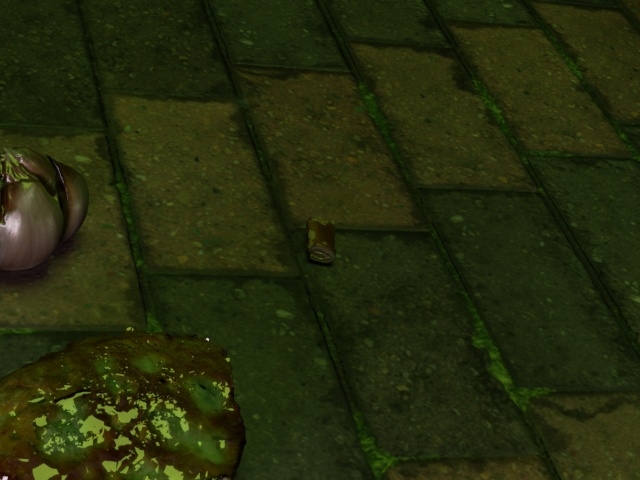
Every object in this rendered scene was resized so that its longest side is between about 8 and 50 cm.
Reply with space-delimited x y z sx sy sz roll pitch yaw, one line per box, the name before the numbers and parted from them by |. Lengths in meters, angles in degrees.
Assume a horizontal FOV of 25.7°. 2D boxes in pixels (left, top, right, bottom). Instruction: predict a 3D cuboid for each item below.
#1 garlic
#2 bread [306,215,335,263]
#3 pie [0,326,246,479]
garlic | -0.426 -0.033 1.955 0.214 0.191 0.160 12 58 -25
bread | 0.000 0.000 2.167 0.047 0.036 0.083 17 33 -12
pie | -0.250 0.229 1.698 0.355 0.103 0.288 -14 45 -29
